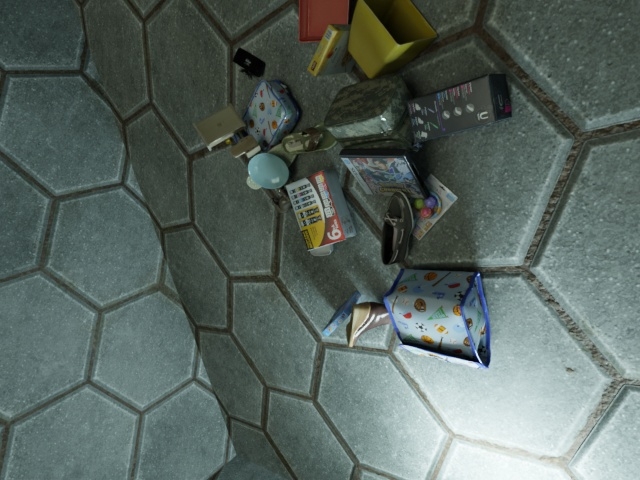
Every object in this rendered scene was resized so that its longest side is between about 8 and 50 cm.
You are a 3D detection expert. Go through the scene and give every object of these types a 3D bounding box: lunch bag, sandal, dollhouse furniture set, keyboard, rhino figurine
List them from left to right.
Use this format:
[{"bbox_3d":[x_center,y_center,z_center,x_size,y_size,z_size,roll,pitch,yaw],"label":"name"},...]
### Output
[{"bbox_3d":[-0.430,-0.447,1.934,0.286,0.198,0.303,56,172,11],"label":"dollhouse furniture set"},{"bbox_3d":[-0.337,-0.826,1.893,0.192,0.038,0.100,40,107,23],"label":"keyboard"},{"bbox_3d":[-0.235,-0.579,1.847,0.243,0.115,0.303,56,135,11],"label":"lunch bag"},{"bbox_3d":[-0.159,-0.218,1.961,0.106,0.073,0.243,43,134,-7],"label":"rhino figurine"},{"bbox_3d":[-0.046,-0.434,1.739,0.303,0.086,0.120,-12,101,29],"label":"sandal"},{"bbox_3d":[0.206,-0.419,1.452,0.305,0.212,0.256,2,153,42],"label":"lunch bag"},{"bbox_3d":[0.463,0.324,1.549,0.328,0.239,0.385,3,126,40],"label":"lunch bag"}]

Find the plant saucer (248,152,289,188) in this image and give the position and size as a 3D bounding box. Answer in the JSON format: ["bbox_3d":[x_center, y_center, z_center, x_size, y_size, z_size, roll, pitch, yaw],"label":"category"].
[{"bbox_3d":[-0.242,-0.333,1.888,0.195,0.037,0.195,4,133,5],"label":"plant saucer"}]

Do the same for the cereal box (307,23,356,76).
[{"bbox_3d":[0.072,-0.682,1.437,0.047,0.240,0.173,46,133,11],"label":"cereal box"}]

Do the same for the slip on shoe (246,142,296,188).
[{"bbox_3d":[-0.236,-0.375,1.942,0.123,0.101,0.331,39,127,-22],"label":"slip on shoe"}]

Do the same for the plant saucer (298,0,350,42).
[{"bbox_3d":[0.023,-0.889,1.507,0.258,0.048,0.259,21,119,39],"label":"plant saucer"}]

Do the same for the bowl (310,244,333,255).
[{"bbox_3d":[0.000,0.000,1.933,0.142,0.053,0.142,-6,104,42],"label":"bowl"}]

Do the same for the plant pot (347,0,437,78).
[{"bbox_3d":[0.217,-0.677,1.350,0.212,0.212,0.187,56,148,8],"label":"plant pot"}]

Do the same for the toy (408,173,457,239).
[{"bbox_3d":[0.390,-0.118,1.531,0.137,0.056,0.237,46,132,15],"label":"toy"}]

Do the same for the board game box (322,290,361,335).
[{"bbox_3d":[0.101,0.352,1.921,0.039,0.160,0.211,39,132,3],"label":"board game box"}]

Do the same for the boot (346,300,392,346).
[{"bbox_3d":[0.229,0.381,1.803,0.090,0.207,0.248,-109,23,-57],"label":"boot"}]

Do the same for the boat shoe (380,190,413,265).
[{"bbox_3d":[0.290,-0.032,1.566,0.112,0.095,0.335,43,150,43],"label":"boat shoe"}]

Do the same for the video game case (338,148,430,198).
[{"bbox_3d":[0.235,-0.243,1.474,0.275,0.035,0.248,11,156,40],"label":"video game case"}]

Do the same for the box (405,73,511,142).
[{"bbox_3d":[0.439,-0.418,1.279,0.270,0.165,0.143,-5,105,43],"label":"box"}]

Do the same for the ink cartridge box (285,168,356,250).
[{"bbox_3d":[-0.024,-0.125,1.791,0.272,0.130,0.309,-18,92,30],"label":"ink cartridge box"}]
